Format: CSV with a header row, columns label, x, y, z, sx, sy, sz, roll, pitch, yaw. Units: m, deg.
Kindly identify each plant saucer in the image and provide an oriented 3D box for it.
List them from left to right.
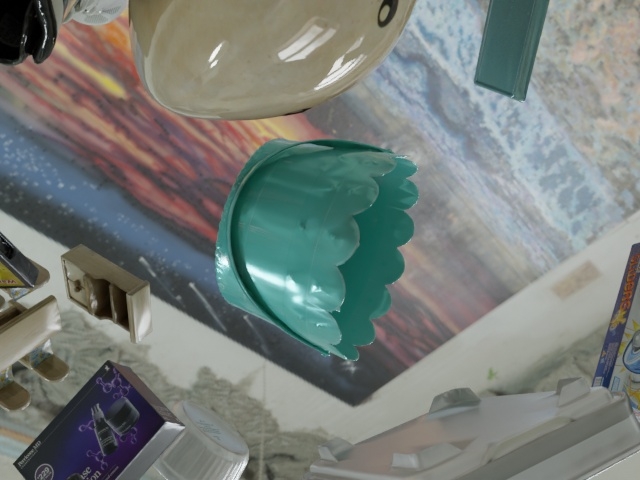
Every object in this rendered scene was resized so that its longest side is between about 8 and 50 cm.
label,x,y,z,sx,sy,sz,roll,pitch,yaw
plant saucer,0.201,-0.241,0.690,0.018,0.192,0.067,-22,-138,-37

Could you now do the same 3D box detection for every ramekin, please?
label,x,y,z,sx,sy,sz,roll,pitch,yaw
ramekin,-0.297,0.509,1.649,0.272,0.127,0.273,38,179,1

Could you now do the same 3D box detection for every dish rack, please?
label,x,y,z,sx,sy,sz,roll,pitch,yaw
dish rack,0.132,0.211,0.684,0.333,0.285,0.073,-37,70,65

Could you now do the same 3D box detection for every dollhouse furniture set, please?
label,x,y,z,sx,sy,sz,roll,pitch,yaw
dollhouse furniture set,-0.404,0.131,1.030,0.160,0.212,0.242,26,-139,23

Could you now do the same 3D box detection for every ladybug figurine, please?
label,x,y,z,sx,sy,sz,roll,pitch,yaw
ladybug figurine,-0.029,-0.270,0.518,0.161,0.305,0.450,19,-130,-31

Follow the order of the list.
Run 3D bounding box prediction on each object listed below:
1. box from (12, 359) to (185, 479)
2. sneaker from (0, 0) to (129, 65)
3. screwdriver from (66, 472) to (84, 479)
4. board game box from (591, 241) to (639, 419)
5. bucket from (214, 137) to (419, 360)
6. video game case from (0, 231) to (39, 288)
label,x,y,z,sx,sy,sz,roll,pitch,yaw
box,-0.423,0.393,1.290,0.184,0.261,0.103,38,172,24
sneaker,-0.301,-0.287,0.704,0.169,0.258,0.447,25,166,-12
screwdriver,-0.295,0.391,0.903,0.170,0.024,0.025,63,154,-1
board game box,0.412,0.118,0.799,0.136,0.201,0.035,26,162,-8
bucket,0.000,0.000,0.884,0.183,0.281,0.281,16,-175,20
video game case,-0.533,-0.011,0.822,0.248,0.274,0.035,77,-165,-58
